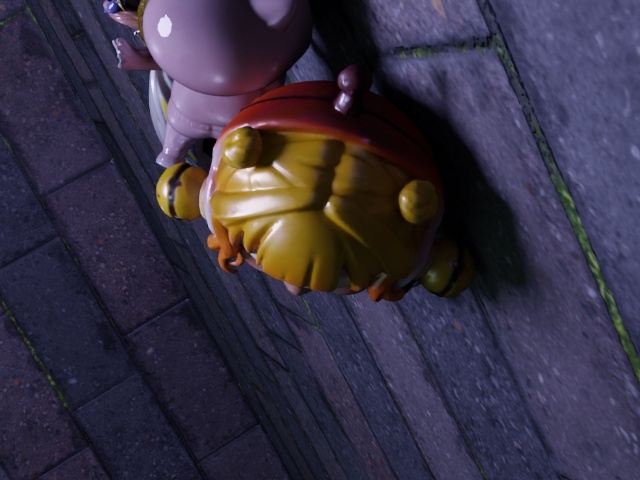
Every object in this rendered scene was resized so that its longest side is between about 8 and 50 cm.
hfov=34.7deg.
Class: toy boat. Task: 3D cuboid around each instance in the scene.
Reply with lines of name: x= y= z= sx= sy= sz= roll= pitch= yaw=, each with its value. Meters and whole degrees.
toy boat: x=-0.155 y=-0.164 z=1.403 sx=0.140 sy=0.141 sz=0.269 roll=54 pitch=169 yaw=19

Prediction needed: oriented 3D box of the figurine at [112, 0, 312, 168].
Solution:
figurine: x=-0.095 y=-0.188 z=1.012 sx=0.176 sy=0.186 sz=0.287 roll=13 pitch=147 yaw=7

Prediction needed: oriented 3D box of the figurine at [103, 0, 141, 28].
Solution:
figurine: x=-0.224 y=-0.318 z=1.369 sx=0.114 sy=0.126 sz=0.157 roll=-11 pitch=127 yaw=41

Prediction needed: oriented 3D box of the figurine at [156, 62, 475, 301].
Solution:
figurine: x=0.004 y=-0.042 z=0.981 sx=0.320 sy=0.196 sz=0.323 roll=15 pitch=172 yaw=-1

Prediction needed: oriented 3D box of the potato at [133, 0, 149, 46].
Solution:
potato: x=-0.139 y=-0.248 z=1.199 sx=0.137 sy=0.137 sz=0.176 roll=56 pitch=-173 yaw=10
